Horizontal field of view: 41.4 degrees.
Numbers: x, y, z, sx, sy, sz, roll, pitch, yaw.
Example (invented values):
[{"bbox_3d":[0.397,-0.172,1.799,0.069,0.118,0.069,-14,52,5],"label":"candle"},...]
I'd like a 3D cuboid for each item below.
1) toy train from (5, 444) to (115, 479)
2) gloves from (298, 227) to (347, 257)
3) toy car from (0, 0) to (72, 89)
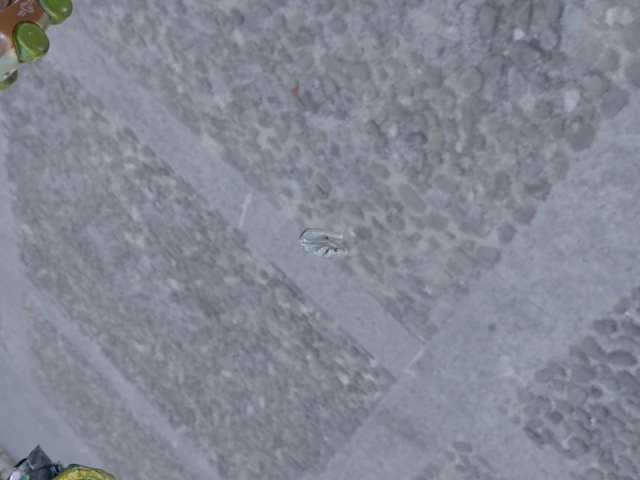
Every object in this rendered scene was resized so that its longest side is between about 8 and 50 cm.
[{"bbox_3d":[-0.261,0.352,0.891,0.261,0.177,0.134,53,153,-1],"label":"toy train"},{"bbox_3d":[0.001,0.001,1.155,0.081,0.044,0.037,29,176,34],"label":"gloves"},{"bbox_3d":[-0.586,-0.409,1.503,0.145,0.235,0.235,-25,105,37],"label":"toy car"}]
